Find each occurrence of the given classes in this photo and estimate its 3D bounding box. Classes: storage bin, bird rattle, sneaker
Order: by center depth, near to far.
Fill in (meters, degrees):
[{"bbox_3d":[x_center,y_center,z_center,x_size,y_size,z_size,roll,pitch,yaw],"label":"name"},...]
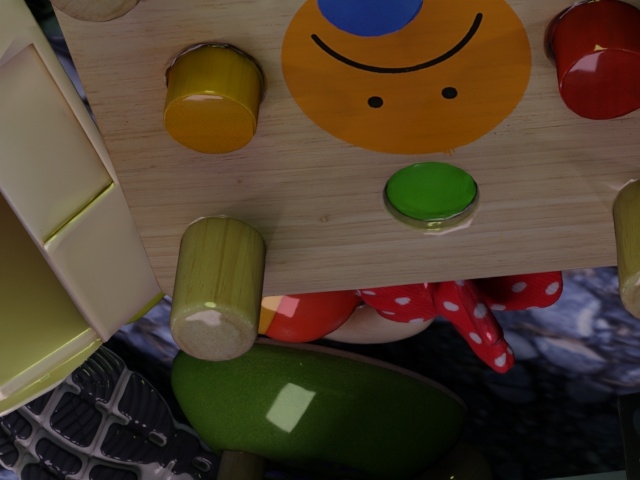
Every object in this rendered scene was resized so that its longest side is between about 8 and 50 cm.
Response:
[{"bbox_3d":[-0.212,-0.083,0.778,0.260,0.123,0.262,37,162,36],"label":"storage bin"},{"bbox_3d":[0.000,0.000,0.941,0.254,0.143,0.207,10,162,-9],"label":"bird rattle"},{"bbox_3d":[-0.134,0.153,1.237,0.275,0.107,0.110,38,171,-11],"label":"sneaker"}]

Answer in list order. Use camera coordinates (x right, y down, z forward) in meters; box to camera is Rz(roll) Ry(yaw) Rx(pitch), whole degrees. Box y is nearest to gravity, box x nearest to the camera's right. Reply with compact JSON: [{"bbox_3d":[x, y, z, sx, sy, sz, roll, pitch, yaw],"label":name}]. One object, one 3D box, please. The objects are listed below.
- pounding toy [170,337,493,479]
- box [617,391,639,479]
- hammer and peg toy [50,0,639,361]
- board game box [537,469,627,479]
[{"bbox_3d":[-0.001,0.147,1.096,0.183,0.110,0.237,4,160,22],"label":"pounding toy"},{"bbox_3d":[0.243,0.159,0.927,0.147,0.077,0.180,-10,125,11],"label":"box"},{"bbox_3d":[0.084,-0.087,0.663,0.361,0.127,0.266,-6,135,10],"label":"hammer and peg toy"},{"bbox_3d":[0.071,0.236,1.107,0.318,0.065,0.318,-3,152,-27],"label":"board game box"}]
